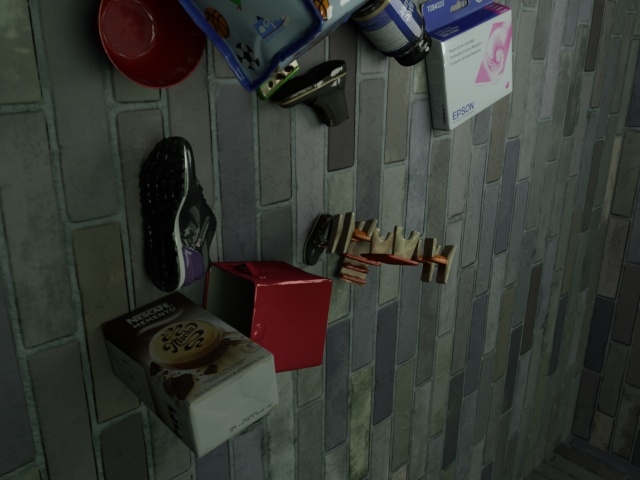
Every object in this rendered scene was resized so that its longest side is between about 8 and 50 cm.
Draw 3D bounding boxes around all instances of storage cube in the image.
[{"bbox_3d":[-0.112,0.149,1.198,0.193,0.183,0.215,1,100,-40],"label":"storage cube"}]

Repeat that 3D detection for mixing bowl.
[{"bbox_3d":[-0.284,-0.337,0.931,0.181,0.098,0.181,-17,115,-40],"label":"mixing bowl"}]

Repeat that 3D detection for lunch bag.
[{"bbox_3d":[-0.090,-0.493,0.903,0.385,0.239,0.328,51,46,-12],"label":"lunch bag"}]

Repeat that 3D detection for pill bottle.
[{"bbox_3d":[0.156,-0.488,1.298,0.219,0.123,0.123,31,82,-46],"label":"pill bottle"}]

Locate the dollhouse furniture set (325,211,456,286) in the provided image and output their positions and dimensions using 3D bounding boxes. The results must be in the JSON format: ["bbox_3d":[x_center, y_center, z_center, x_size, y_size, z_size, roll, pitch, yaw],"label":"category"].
[{"bbox_3d":[0.134,0.042,1.355,0.262,0.259,0.135,17,84,-17],"label":"dollhouse furniture set"}]

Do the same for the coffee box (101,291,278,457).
[{"bbox_3d":[-0.235,0.220,1.035,0.168,0.297,0.119,-26,125,-37],"label":"coffee box"}]

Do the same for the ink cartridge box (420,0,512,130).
[{"bbox_3d":[0.408,-0.508,1.582,0.324,0.071,0.330,-34,127,-31],"label":"ink cartridge box"}]

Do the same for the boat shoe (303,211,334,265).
[{"bbox_3d":[-0.001,0.000,1.376,0.049,0.042,0.133,21,91,-49],"label":"boat shoe"}]

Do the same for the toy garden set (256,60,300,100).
[{"bbox_3d":[-0.087,-0.430,1.128,0.204,0.049,0.244,-48,132,-22],"label":"toy garden set"}]

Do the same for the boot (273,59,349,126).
[{"bbox_3d":[-0.006,-0.286,1.249,0.198,0.077,0.137,-34,131,-30],"label":"boot"}]

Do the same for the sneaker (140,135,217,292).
[{"bbox_3d":[-0.253,-0.054,1.083,0.124,0.107,0.283,-22,124,-55],"label":"sneaker"}]
